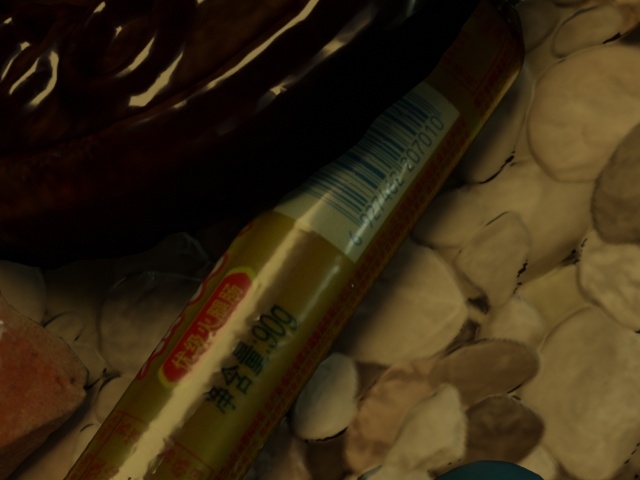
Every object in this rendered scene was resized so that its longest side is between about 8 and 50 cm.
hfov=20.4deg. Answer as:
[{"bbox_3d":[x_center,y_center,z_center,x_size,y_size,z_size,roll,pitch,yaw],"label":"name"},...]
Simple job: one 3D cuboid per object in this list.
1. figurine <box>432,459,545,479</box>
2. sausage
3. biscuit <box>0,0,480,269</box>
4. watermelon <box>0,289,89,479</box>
[{"bbox_3d":[0.003,0.244,0.607,0.416,0.298,0.243,-58,19,-22],"label":"figurine"},{"bbox_3d":[0.000,0.000,0.867,0.082,0.082,0.371,22,68,35],"label":"sausage"},{"bbox_3d":[-0.078,-0.163,0.965,0.407,0.091,0.407,-21,42,20],"label":"biscuit"},{"bbox_3d":[-0.296,0.065,0.858,0.292,0.250,0.283,-26,55,11],"label":"watermelon"}]
